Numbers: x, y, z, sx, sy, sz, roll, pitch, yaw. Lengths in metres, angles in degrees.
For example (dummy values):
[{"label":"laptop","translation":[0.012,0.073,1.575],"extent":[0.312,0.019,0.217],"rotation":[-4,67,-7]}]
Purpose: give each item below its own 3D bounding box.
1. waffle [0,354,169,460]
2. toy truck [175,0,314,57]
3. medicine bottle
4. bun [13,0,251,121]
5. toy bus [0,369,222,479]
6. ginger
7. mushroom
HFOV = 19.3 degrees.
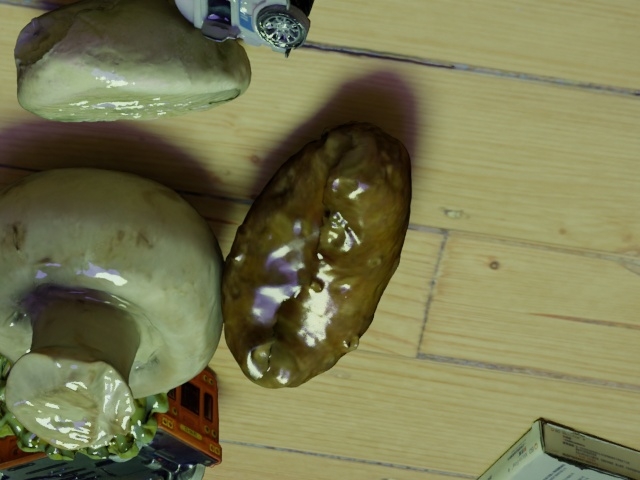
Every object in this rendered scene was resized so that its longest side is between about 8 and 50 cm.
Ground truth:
[{"label":"waffle","translation":[-0.269,0.149,2.131],"extent":[0.214,0.208,0.054],"rotation":[12,175,14]},{"label":"toy truck","translation":[-0.068,-0.288,1.573],"extent":[0.155,0.124,0.268],"rotation":[12,141,7]},{"label":"medicine bottle","translation":[0.300,0.309,2.343],"extent":[0.171,0.052,0.201],"rotation":[18,142,-14]},{"label":"bun","translation":[-0.175,-0.172,1.718],"extent":[0.210,0.116,0.237],"rotation":[-5,175,17]},{"label":"toy bus","translation":[-0.285,0.239,2.270],"extent":[0.329,0.153,0.143],"rotation":[-19,146,29]},{"label":"ginger","translation":[0.000,0.000,1.901],"extent":[0.165,0.172,0.321],"rotation":[22,121,-2]},{"label":"mushroom","translation":[-0.243,0.082,1.945],"extent":[0.297,0.290,0.297],"rotation":[5,142,4]}]
